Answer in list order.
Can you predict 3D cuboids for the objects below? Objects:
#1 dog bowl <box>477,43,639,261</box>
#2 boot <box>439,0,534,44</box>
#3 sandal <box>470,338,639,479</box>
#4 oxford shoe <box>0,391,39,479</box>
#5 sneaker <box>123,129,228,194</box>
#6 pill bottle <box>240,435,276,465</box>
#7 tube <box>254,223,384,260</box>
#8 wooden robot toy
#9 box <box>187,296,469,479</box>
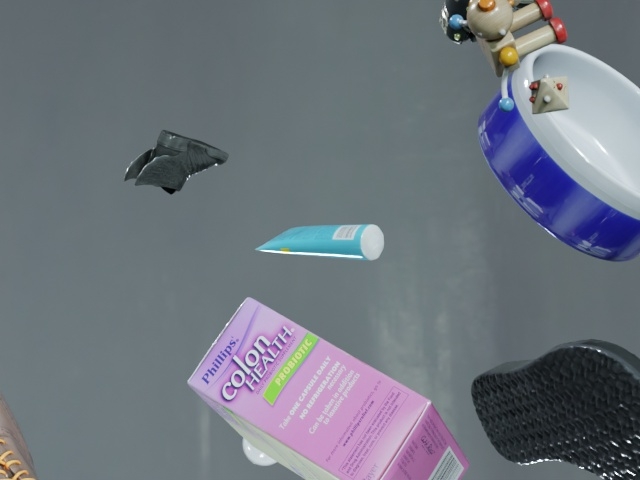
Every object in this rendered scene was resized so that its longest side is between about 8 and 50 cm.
[{"bbox_3d":[0.321,-0.106,1.502,0.104,0.265,0.265,-50,42,35],"label":"dog bowl"},{"bbox_3d":[0.258,-0.368,1.927,0.236,0.085,0.178,-109,27,-47],"label":"boot"},{"bbox_3d":[0.313,0.185,1.470,0.167,0.107,0.446,69,161,-3],"label":"sandal"},{"bbox_3d":[-0.354,0.258,1.388,0.133,0.130,0.363,-26,85,46],"label":"oxford shoe"},{"bbox_3d":[-0.207,-0.107,1.832,0.051,0.170,0.089,25,96,33],"label":"sneaker"},{"bbox_3d":[-0.088,0.302,1.906,0.120,0.067,0.067,144,126,-83],"label":"pill bottle"},{"bbox_3d":[0.000,0.000,1.887,0.207,0.080,0.052,2,109,43],"label":"tube"},{"bbox_3d":[0.142,-0.179,0.988,0.173,0.076,0.079,64,-171,28],"label":"wooden robot toy"},{"bbox_3d":[0.014,0.199,1.359,0.243,0.213,0.117,27,74,28],"label":"box"}]
